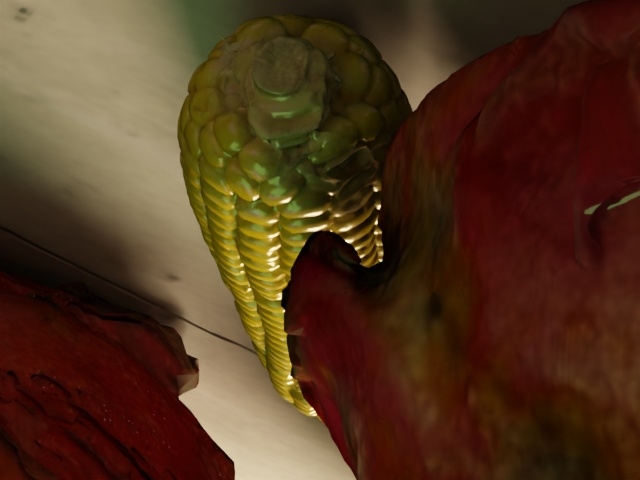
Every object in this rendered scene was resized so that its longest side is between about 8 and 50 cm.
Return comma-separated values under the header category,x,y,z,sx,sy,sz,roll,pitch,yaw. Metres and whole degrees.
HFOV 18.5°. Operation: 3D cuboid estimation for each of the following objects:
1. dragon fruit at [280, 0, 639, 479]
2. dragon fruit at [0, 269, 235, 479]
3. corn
category,x,y,z,sx,sy,sz,roll,pitch,yaw
dragon fruit,0.173,0.105,0.450,0.386,0.249,0.371,28,158,-38
dragon fruit,-0.182,0.135,0.763,0.302,0.295,0.295,5,156,1
corn,0.000,0.000,0.584,0.067,0.067,0.206,14,156,13
